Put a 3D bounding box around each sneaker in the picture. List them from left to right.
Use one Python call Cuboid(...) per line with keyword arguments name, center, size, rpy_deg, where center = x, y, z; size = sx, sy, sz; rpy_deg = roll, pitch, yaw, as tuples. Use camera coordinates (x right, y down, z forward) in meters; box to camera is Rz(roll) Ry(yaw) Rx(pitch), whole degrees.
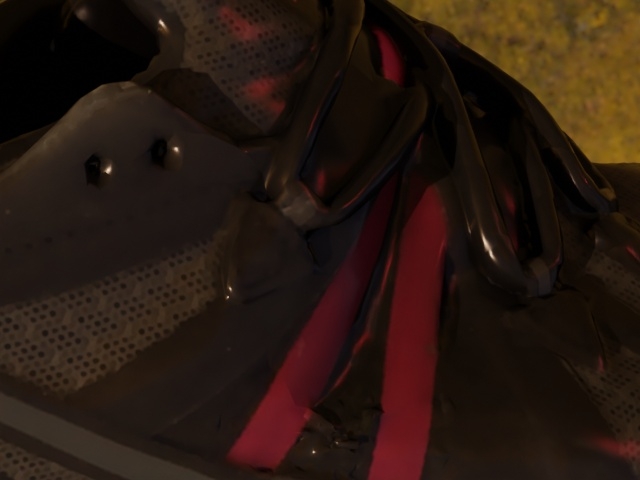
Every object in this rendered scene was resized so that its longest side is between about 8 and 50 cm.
Cuboid(name="sneaker", center=(0.000, 0.000, 0.424), size=(0.483, 0.202, 0.185), rpy_deg=(-3, -163, -23))
